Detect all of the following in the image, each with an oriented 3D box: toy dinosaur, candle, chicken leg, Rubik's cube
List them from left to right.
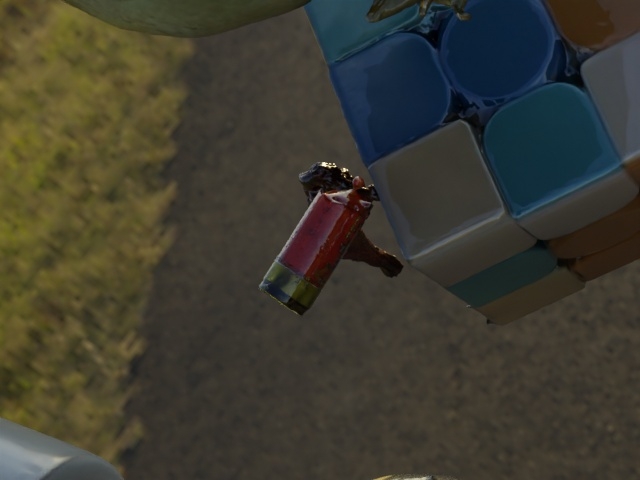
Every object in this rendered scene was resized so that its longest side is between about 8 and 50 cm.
[{"bbox_3d":[0.000,0.000,1.510,0.130,0.052,0.052,-57,23,-2],"label":"candle"},{"bbox_3d":[0.030,-0.020,1.915,0.093,0.205,0.053,-5,60,12],"label":"chicken leg"},{"bbox_3d":[0.108,-0.201,1.162,0.126,0.039,0.162,-4,44,33],"label":"toy dinosaur"},{"bbox_3d":[0.227,-0.154,1.792,0.344,0.347,0.346,-26,71,13],"label":"Rubik's cube"}]

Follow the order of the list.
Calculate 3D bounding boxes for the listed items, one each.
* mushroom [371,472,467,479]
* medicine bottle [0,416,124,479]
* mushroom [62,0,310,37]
[{"bbox_3d":[0.085,0.371,1.632,0.292,0.292,0.290,-45,-3,12],"label":"mushroom"},{"bbox_3d":[-0.265,0.116,0.871,0.341,0.130,0.130,17,65,28],"label":"medicine bottle"},{"bbox_3d":[-0.107,-0.324,1.334,0.352,0.352,0.260,-48,-8,6],"label":"mushroom"}]
